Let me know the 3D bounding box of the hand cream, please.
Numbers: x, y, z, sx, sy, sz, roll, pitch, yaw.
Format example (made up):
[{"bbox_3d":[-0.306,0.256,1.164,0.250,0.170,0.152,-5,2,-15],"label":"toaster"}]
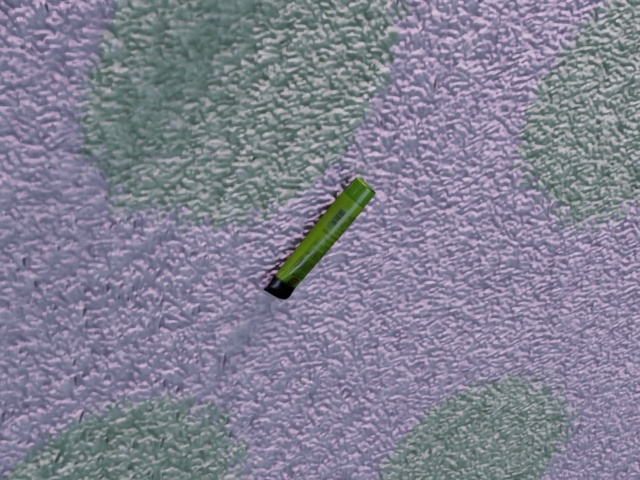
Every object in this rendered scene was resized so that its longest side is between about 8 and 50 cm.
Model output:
[{"bbox_3d":[0.000,0.000,1.239,0.122,0.023,0.036,-51,150,8],"label":"hand cream"}]
